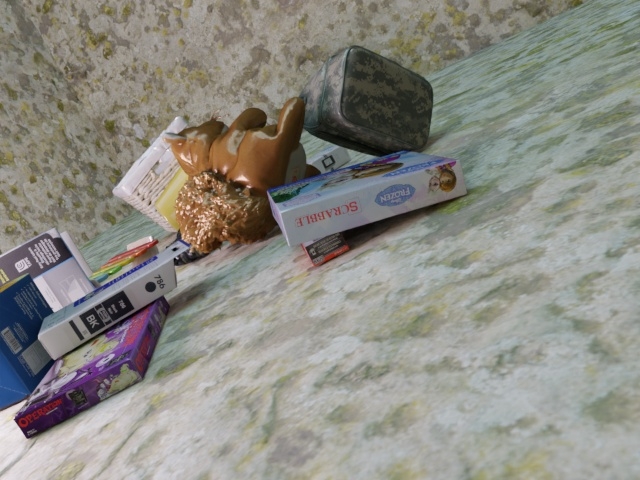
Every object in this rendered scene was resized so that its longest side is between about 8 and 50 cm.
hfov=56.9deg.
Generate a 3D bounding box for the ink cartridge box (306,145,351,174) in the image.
[{"bbox_3d":[-0.005,-0.236,1.870,0.180,0.060,0.104,-34,17,-26],"label":"ink cartridge box"}]

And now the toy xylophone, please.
[{"bbox_3d":[-0.579,0.083,1.758,0.236,0.081,0.323,-22,16,18],"label":"toy xylophone"}]

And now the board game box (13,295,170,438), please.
[{"bbox_3d":[-0.394,0.207,1.077,0.208,0.056,0.347,-24,14,-2],"label":"board game box"}]

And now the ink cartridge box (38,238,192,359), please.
[{"bbox_3d":[-0.406,0.111,1.217,0.332,0.065,0.165,-33,15,-15],"label":"ink cartridge box"}]

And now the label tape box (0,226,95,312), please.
[{"bbox_3d":[-0.756,0.159,1.471,0.347,0.249,0.115,-35,16,-28],"label":"label tape box"}]

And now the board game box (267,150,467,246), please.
[{"bbox_3d":[0.066,-0.093,1.125,0.318,0.066,0.318,-17,14,-6],"label":"board game box"}]

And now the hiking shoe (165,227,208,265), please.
[{"bbox_3d":[-0.389,0.017,1.636,0.114,0.086,0.227,-28,15,-16],"label":"hiking shoe"}]

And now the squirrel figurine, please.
[{"bbox_3d":[-0.242,-0.167,1.493,0.370,0.281,0.397,16,64,22],"label":"squirrel figurine"}]

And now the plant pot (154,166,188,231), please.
[{"bbox_3d":[-0.397,-0.139,1.926,0.239,0.254,0.254,-45,16,-3],"label":"plant pot"}]

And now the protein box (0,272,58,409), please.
[{"bbox_3d":[-0.645,0.209,1.204,0.136,0.200,0.201,-25,14,9],"label":"protein box"}]

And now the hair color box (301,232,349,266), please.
[{"bbox_3d":[0.000,0.000,1.085,0.072,0.043,0.141,-27,14,-2],"label":"hair color box"}]

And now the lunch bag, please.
[{"bbox_3d":[0.109,-0.335,1.539,0.305,0.213,0.256,13,-8,-30],"label":"lunch bag"}]

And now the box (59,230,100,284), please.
[{"bbox_3d":[-0.935,0.125,1.976,0.345,0.215,0.168,-13,20,42],"label":"box"}]

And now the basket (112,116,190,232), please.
[{"bbox_3d":[-0.539,-0.226,2.150,0.328,0.266,0.331,-54,19,-14],"label":"basket"}]
